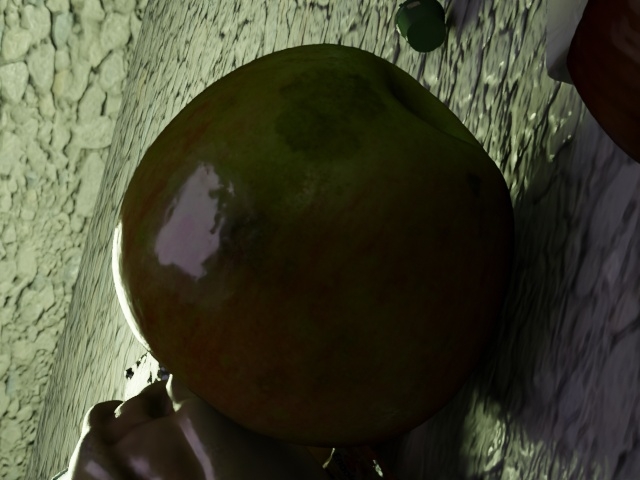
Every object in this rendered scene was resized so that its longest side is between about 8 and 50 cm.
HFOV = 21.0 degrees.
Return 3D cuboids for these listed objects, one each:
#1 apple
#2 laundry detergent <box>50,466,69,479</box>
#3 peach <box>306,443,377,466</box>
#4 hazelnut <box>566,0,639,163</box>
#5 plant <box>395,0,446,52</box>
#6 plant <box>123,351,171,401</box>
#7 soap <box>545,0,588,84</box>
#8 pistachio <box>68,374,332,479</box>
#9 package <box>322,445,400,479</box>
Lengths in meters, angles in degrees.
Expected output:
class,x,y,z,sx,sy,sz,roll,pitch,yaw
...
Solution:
class,x,y,z,sx,sy,sz,roll,pitch,yaw
apple,0.000,0.000,1.443,0.339,0.339,0.340,-169,90,-73
laundry detergent,-0.184,0.356,1.867,0.305,0.287,0.287,140,138,-64
peach,0.014,0.145,1.675,0.179,0.103,0.179,-169,90,-77
hazelnut,0.250,-0.129,1.003,0.212,0.180,0.181,-69,-9,27
plant,0.098,-0.227,1.730,0.102,0.051,0.051,-99,26,-59
plant,-0.189,0.205,2.247,0.129,0.132,0.194,-97,29,-51
soap,0.219,-0.220,1.308,0.121,0.063,0.183,131,147,-60
pistachio,-0.086,0.329,1.487,0.365,0.281,0.446,16,-123,-84
package,0.036,0.239,1.584,0.108,0.031,0.121,47,137,17
